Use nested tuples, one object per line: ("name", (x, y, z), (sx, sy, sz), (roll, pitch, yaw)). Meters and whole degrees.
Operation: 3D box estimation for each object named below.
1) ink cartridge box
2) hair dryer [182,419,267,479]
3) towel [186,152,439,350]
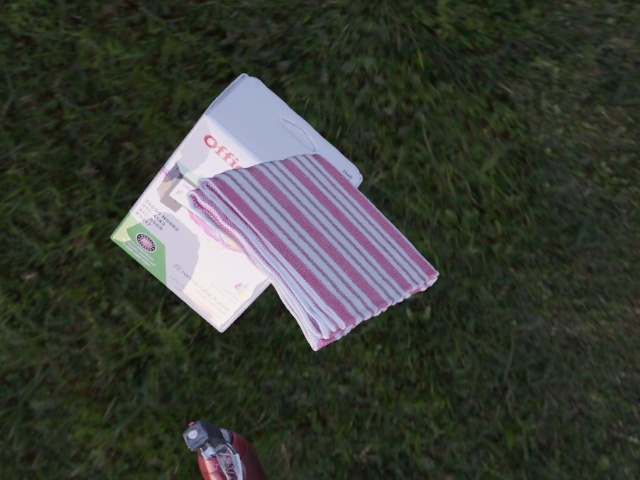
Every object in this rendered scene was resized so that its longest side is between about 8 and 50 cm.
("ink cartridge box", (-0.111, -0.043, 1.449), (0.201, 0.117, 0.278), (41, 131, -4))
("hair dryer", (-0.121, 0.362, 1.521), (0.080, 0.293, 0.223), (-15, 73, 11))
("towel", (0.000, 0.000, 0.826), (0.144, 0.197, 0.029), (47, 116, 11))
